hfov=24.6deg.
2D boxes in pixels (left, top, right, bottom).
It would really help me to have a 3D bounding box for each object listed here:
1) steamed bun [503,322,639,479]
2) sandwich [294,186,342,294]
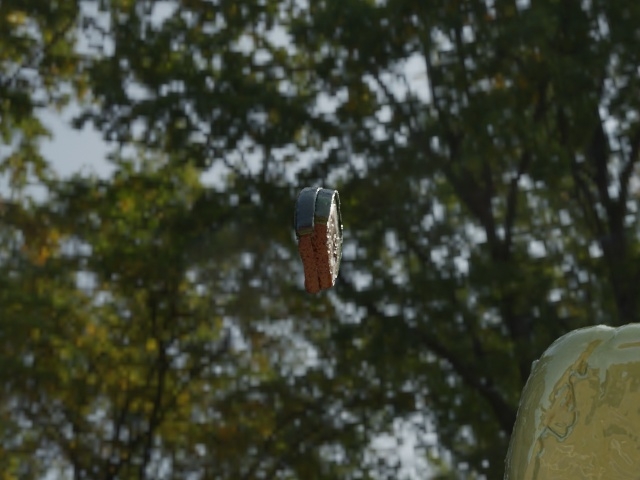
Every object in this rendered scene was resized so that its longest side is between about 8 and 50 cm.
[{"bbox_3d":[0.294,0.187,1.187,0.273,0.232,0.166,5,-13,25],"label":"steamed bun"},{"bbox_3d":[0.001,-0.001,1.031,0.026,0.069,0.101,-1,-39,8],"label":"sandwich"}]
